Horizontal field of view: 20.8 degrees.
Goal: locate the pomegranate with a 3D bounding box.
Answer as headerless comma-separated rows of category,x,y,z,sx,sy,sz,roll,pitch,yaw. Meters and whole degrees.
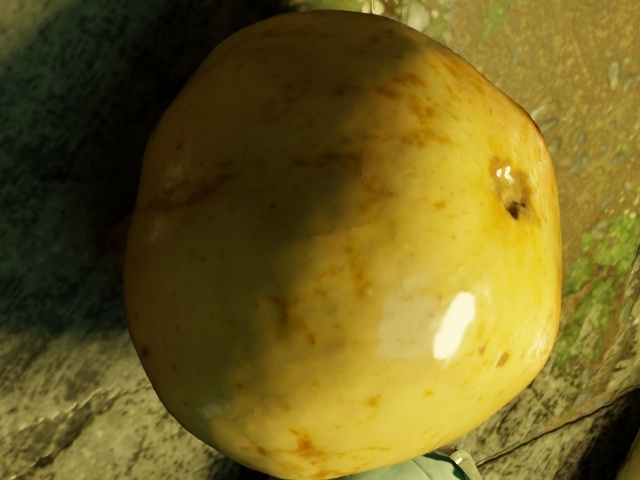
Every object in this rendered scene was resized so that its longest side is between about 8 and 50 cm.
pomegranate,0.000,0.000,1.225,0.342,0.342,0.342,-21,130,-28

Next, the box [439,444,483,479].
box,0.087,0.240,1.612,0.122,0.062,0.089,-39,136,-11

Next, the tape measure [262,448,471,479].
tape measure,0.036,0.296,1.451,0.147,0.275,0.256,-7,151,-43

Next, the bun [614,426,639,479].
bun,0.398,0.296,1.787,0.364,0.202,0.364,-23,116,-59
